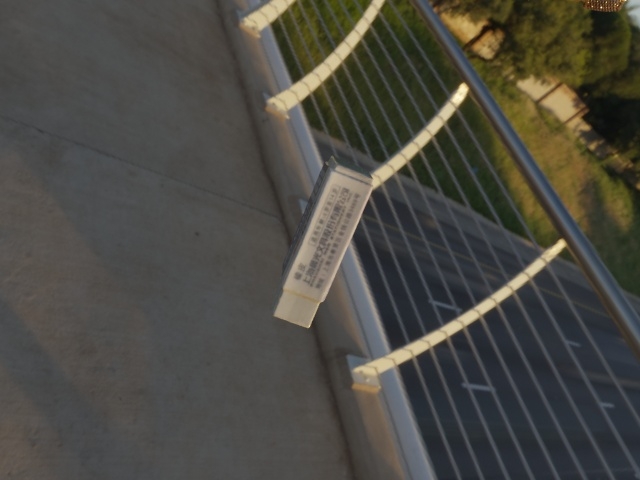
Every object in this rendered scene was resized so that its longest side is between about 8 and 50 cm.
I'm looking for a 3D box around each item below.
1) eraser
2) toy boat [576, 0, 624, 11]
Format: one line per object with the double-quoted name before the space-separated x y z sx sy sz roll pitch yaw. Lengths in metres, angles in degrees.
"eraser" 0.000 0.000 0.979 0.081 0.279 0.124 21 12 -8
"toy boat" 0.346 -0.347 0.780 0.149 0.049 0.047 14 45 17
